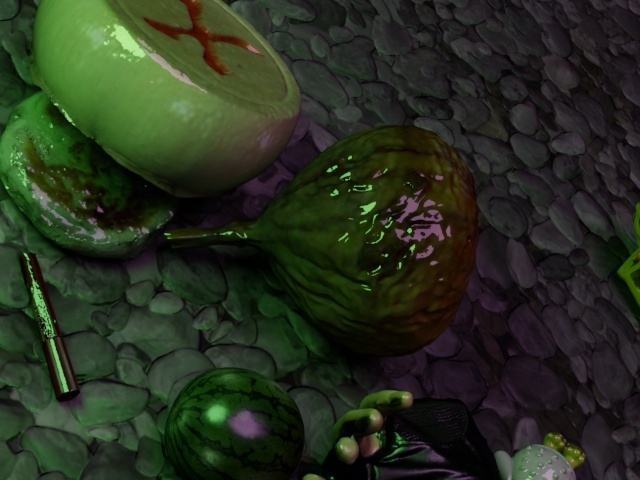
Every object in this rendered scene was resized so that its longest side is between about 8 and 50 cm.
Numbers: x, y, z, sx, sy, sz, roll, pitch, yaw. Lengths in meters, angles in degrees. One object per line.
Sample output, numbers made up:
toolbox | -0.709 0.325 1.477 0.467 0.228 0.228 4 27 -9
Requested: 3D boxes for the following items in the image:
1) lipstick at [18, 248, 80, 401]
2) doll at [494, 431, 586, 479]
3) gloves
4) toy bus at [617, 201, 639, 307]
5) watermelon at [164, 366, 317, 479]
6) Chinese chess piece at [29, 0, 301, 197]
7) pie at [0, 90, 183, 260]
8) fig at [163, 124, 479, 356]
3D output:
lipstick | -0.295 0.088 1.115 0.027 0.027 0.176 -5 62 -38
doll | 0.263 0.321 1.310 0.129 0.081 0.207 37 45 18
gloves | 0.085 0.264 1.164 0.301 0.152 0.197 25 32 -53
toy bus | 0.592 0.085 1.659 0.144 0.152 0.330 -10 68 -45
watermelon | -0.073 0.211 1.107 0.187 0.140 0.141 20 50 -28
Chinese chess piece | -0.183 -0.206 1.250 0.338 0.140 0.338 34 26 -19
pie | -0.268 -0.084 1.232 0.240 0.054 0.240 18 52 -25
fig | 0.000 0.000 1.239 0.368 0.286 0.286 2 58 -13
